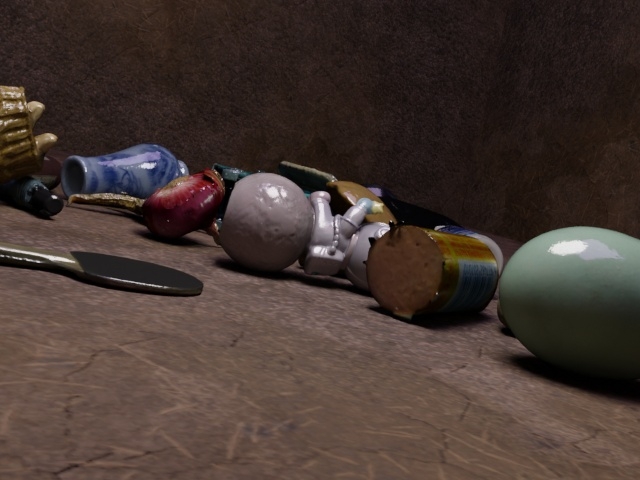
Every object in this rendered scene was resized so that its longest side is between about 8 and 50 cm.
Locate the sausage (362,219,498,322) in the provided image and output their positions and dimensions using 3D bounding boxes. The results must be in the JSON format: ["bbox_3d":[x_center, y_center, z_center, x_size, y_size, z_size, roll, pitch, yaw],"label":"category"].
[{"bbox_3d":[0.178,0.043,1.194,0.317,0.117,0.125,6,50,-60],"label":"sausage"}]

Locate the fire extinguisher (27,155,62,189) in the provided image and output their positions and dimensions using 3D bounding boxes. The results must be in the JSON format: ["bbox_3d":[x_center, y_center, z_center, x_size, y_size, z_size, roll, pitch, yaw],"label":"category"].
[{"bbox_3d":[-0.563,-0.127,1.620,0.099,0.071,0.231,-15,2,8],"label":"fire extinguisher"}]

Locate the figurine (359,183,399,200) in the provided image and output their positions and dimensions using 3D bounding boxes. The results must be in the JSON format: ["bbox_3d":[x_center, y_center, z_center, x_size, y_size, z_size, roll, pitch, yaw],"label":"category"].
[{"bbox_3d":[0.116,-0.063,2.026,0.309,0.143,0.308,-5,-3,0],"label":"figurine"}]

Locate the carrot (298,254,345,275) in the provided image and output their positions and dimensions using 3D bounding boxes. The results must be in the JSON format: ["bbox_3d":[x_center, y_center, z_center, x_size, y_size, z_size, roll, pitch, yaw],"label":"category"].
[{"bbox_3d":[0.054,0.021,1.351,0.173,0.082,0.082,13,6,7],"label":"carrot"}]

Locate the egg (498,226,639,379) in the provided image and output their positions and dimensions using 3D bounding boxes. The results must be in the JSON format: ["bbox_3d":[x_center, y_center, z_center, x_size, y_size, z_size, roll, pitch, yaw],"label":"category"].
[{"bbox_3d":[0.316,0.072,0.949,0.231,0.167,0.168,14,6,-1],"label":"egg"}]

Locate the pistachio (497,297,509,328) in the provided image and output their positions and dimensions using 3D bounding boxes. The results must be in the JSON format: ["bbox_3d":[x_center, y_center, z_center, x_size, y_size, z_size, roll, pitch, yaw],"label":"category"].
[{"bbox_3d":[0.315,0.083,1.172,0.125,0.124,0.185,16,23,36],"label":"pistachio"}]

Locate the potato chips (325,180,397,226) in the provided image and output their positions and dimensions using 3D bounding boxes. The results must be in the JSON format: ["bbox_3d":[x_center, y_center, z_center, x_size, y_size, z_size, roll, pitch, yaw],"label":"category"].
[{"bbox_3d":[0.093,-0.028,1.449,0.208,0.062,0.195,45,-11,14],"label":"potato chips"}]

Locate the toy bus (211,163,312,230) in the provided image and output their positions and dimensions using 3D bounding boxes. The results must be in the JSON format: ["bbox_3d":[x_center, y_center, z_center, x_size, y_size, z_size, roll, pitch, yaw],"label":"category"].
[{"bbox_3d":[-0.108,-0.056,1.550,0.147,0.128,0.256,11,8,-34],"label":"toy bus"}]

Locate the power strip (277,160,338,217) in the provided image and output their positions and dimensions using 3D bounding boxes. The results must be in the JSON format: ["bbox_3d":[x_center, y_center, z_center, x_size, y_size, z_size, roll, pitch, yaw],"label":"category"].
[{"bbox_3d":[-0.004,-0.043,1.612,0.198,0.064,0.213,19,-35,55],"label":"power strip"}]

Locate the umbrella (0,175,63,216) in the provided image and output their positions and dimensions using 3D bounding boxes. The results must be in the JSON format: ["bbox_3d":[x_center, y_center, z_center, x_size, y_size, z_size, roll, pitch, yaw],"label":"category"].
[{"bbox_3d":[-0.478,-0.082,1.370,0.052,0.053,0.250,9,6,-40],"label":"umbrella"}]

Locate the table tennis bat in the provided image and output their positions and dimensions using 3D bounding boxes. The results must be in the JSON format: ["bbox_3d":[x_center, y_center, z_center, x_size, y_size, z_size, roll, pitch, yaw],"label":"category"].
[{"bbox_3d":[-0.250,0.029,0.934,0.247,0.022,0.138,10,6,-27],"label":"table tennis bat"}]

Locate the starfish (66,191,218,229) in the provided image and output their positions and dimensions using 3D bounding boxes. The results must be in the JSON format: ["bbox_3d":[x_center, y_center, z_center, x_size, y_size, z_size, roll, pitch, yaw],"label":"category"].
[{"bbox_3d":[-0.312,-0.056,1.512,0.248,0.050,0.138,11,7,19],"label":"starfish"}]

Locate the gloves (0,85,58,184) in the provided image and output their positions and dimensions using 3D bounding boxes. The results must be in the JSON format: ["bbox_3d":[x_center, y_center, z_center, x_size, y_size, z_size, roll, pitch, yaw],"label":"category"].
[{"bbox_3d":[-0.587,-0.149,1.292,0.357,0.155,0.203,-6,0,-7],"label":"gloves"}]

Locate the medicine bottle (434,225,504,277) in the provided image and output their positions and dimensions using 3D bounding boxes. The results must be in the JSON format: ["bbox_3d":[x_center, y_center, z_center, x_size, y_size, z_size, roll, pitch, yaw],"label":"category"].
[{"bbox_3d":[0.249,0.030,1.532,0.107,0.106,0.191,11,6,-13],"label":"medicine bottle"}]

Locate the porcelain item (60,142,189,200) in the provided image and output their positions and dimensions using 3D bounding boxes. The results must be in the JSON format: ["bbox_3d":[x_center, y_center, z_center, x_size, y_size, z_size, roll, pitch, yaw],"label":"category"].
[{"bbox_3d":[-0.379,-0.124,1.667,0.141,0.141,0.259,17,16,41],"label":"porcelain item"}]

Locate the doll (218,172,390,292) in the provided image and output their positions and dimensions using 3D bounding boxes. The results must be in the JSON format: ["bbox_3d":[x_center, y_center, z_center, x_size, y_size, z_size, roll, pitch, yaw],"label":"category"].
[{"bbox_3d":[0.000,0.000,1.222,0.287,0.150,0.151,18,5,-7],"label":"doll"}]

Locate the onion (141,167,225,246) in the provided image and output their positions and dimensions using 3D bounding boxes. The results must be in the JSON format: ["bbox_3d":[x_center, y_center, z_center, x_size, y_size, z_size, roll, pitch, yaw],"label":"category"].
[{"bbox_3d":[-0.202,-0.037,1.356,0.150,0.140,0.150,-27,19,10],"label":"onion"}]

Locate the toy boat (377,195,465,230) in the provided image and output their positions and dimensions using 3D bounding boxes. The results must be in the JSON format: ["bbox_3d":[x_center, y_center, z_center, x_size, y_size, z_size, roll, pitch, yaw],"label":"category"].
[{"bbox_3d":[0.216,0.002,1.858,0.299,0.092,0.134,18,36,-32],"label":"toy boat"}]
